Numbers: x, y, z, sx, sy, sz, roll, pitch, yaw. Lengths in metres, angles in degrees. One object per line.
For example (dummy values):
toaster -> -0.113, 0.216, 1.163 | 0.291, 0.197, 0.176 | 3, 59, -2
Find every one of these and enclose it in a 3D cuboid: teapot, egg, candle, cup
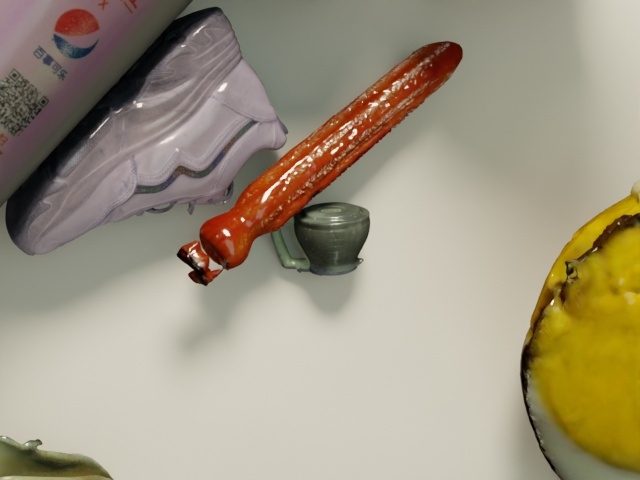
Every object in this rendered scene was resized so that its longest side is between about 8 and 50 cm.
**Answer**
teapot -> 0.000, 0.000, 0.853 | 0.088, 0.066, 0.057 | -1, 106, 4
egg -> 0.345, 0.082, 0.872 | 0.337, 0.201, 0.336 | 7, 113, 16
candle -> 0.006, -0.075, 0.846 | 0.329, 0.051, 0.048 | -41, 118, -22
cup -> -0.228, -0.149, 0.706 | 0.203, 0.203, 0.288 | 36, 76, -13

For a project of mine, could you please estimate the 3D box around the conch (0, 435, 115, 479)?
conch -> -0.336, 0.220, 0.693 | 0.386, 0.170, 0.203 | -2, 58, -56

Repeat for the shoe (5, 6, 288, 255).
shoe -> -0.136, -0.064, 0.794 | 0.245, 0.095, 0.137 | -46, 118, -9
